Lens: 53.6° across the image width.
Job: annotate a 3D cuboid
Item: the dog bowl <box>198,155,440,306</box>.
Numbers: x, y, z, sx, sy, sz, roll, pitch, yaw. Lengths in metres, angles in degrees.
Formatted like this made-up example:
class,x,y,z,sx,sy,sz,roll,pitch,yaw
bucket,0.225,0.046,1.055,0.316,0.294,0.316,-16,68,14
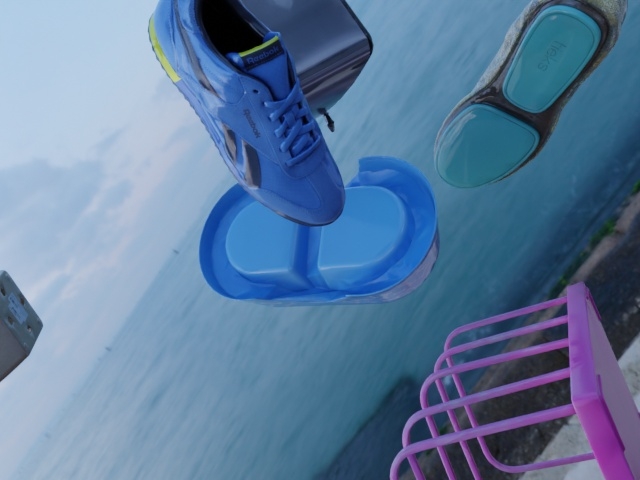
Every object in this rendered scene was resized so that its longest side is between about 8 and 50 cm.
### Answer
class,x,y,z,sx,sy,sz,roll,pitch,yaw
dog bowl,0.000,0.000,0.739,0.297,0.074,0.166,-5,65,25

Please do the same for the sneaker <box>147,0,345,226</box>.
class,x,y,z,sx,sy,sz,roll,pitch,yaw
sneaker,-0.039,-0.093,0.455,0.069,0.209,0.082,-47,22,-27

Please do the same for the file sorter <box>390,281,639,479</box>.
class,x,y,z,sx,sy,sz,roll,pitch,yaw
file sorter,0.200,0.195,0.591,0.182,0.202,0.290,-22,3,24

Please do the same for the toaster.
class,x,y,z,sx,sy,sz,roll,pitch,yaw
toaster,-0.044,-0.199,0.660,0.110,0.186,0.168,-36,1,-24

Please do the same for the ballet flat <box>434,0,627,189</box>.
class,x,y,z,sx,sy,sz,roll,pitch,yaw
ballet flat,0.241,-0.180,0.750,0.123,0.123,0.349,-60,-3,-27

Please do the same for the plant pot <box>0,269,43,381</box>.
class,x,y,z,sx,sy,sz,roll,pitch,yaw
plant pot,-0.342,0.091,0.622,0.096,0.109,0.109,-26,21,-1
